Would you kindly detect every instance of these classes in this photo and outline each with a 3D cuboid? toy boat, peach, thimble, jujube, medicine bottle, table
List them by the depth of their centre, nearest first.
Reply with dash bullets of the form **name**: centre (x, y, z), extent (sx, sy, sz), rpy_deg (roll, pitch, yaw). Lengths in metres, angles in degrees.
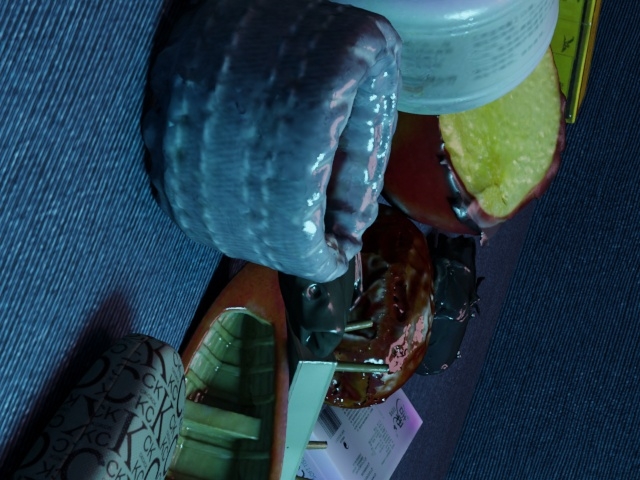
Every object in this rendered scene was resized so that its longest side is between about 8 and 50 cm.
- **thimble**: centre (-0.037, -0.091, 1.158), extent (0.236, 0.172, 0.205), rpy_deg (84, 30, -51)
- **medicine bottle**: centre (0.102, -0.285, 1.302), extent (0.302, 0.241, 0.241), rpy_deg (78, 32, -61)
- **toy boat**: centre (-0.103, 0.198, 1.343), extent (0.079, 0.136, 0.392), rpy_deg (131, -26, -64)
- **table**: centre (-0.014, 0.173, 1.477), extent (0.121, 0.111, 0.240), rpy_deg (-109, -151, -48)
- **jujube**: centre (0.041, 0.078, 1.615), extent (0.183, 0.183, 0.243), rpy_deg (91, 12, -46)
- **peach**: centre (0.147, -0.182, 1.698), extent (0.258, 0.201, 0.361), rpy_deg (-14, 102, -45)

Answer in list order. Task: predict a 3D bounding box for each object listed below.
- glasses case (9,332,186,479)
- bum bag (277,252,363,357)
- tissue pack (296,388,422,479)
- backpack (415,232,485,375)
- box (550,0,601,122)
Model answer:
- **glasses case**: centre (-0.195, 0.222, 1.072), extent (0.137, 0.085, 0.354), rpy_deg (93, 20, -47)
- **bum bag**: centre (0.000, 0.000, 1.358), extent (0.326, 0.080, 0.142), rpy_deg (-94, -171, -59)
- **tissue pack**: centre (0.024, 0.241, 1.755), extent (0.148, 0.092, 0.246), rpy_deg (57, 27, -6)
- **backpack**: centre (0.207, 0.096, 2.384), extent (0.206, 0.133, 0.258), rpy_deg (97, 10, -45)
- **box**: centre (0.327, -0.334, 2.186), extent (0.301, 0.193, 0.084), rpy_deg (89, 21, -50)
